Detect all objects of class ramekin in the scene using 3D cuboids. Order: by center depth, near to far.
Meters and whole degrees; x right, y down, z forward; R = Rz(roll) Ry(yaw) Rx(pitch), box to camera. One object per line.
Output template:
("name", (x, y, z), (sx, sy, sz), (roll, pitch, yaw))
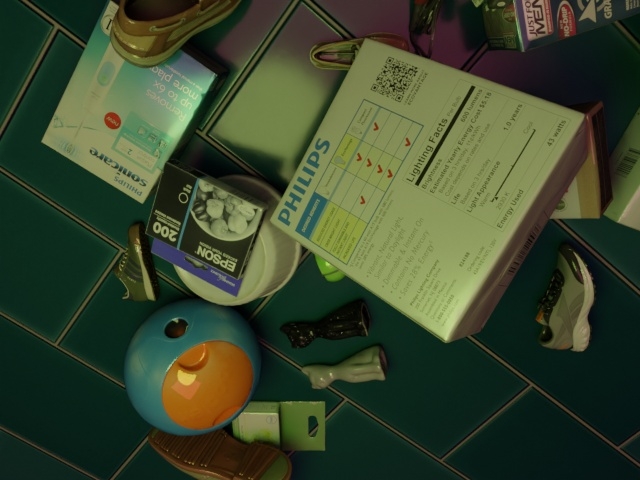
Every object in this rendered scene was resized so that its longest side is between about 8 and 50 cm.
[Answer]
("ramekin", (-0.182, 0.009, 0.971), (0.273, 0.127, 0.272), (5, 107, 16))

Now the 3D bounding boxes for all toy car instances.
("toy car", (0.000, 0.000, 1.041), (0.239, 0.053, 0.225), (-22, 109, 10))

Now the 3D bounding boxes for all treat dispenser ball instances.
("treat dispenser ball", (-0.272, 0.268, 1.028), (0.288, 0.288, 0.288), (0, 112, 1))

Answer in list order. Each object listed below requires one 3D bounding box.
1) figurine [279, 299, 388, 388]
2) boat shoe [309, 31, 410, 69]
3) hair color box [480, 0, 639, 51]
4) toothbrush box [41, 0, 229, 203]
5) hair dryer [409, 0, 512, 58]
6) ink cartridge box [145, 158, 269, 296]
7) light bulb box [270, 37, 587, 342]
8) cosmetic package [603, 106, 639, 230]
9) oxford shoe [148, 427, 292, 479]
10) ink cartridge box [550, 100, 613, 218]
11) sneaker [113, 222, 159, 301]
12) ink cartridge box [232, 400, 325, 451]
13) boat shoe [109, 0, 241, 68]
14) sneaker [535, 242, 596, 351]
("figurine", (0.033, 0.264, 1.136), (0.210, 0.092, 0.214), (-16, 111, 16))
("boat shoe", (0.075, -0.349, 0.891), (0.190, 0.072, 0.068), (-8, 111, 4))
("hair color box", (0.472, -0.425, 0.799), (0.347, 0.174, 0.105), (-17, 111, 7))
("toothbrush box", (-0.348, -0.257, 0.907), (0.216, 0.126, 0.295), (34, 110, -12))
("hair dryer", (0.187, -0.480, 0.793), (0.080, 0.224, 0.293), (-14, 92, -33))
("ink cartridge box", (-0.220, -0.015, 0.884), (0.206, 0.045, 0.208), (26, 113, 9))
("light bulb box", (0.175, -0.084, 0.797), (0.361, 0.225, 0.357), (34, 100, 28))
("cosmetic package", (0.706, -0.118, 0.938), (0.225, 0.138, 0.224), (18, 111, -7))
("oxford shoe", (-0.258, 0.563, 1.183), (0.397, 0.140, 0.146), (14, 122, 22))
("ink cartridge box", (0.401, -0.140, 0.894), (0.235, 0.088, 0.193), (1, 117, 45))
("sneaker", (-0.424, 0.056, 1.063), (0.086, 0.064, 0.192), (-5, 115, -2))
("ink cartridge box", (-0.106, 0.502, 1.243), (0.235, 0.056, 0.171), (1, 111, 3))
("boat shoe", (-0.209, -0.418, 0.776), (0.123, 0.116, 0.324), (37, 71, -10))
("sneaker", (0.541, 0.136, 1.063), (0.108, 0.100, 0.271), (-6, 112, 9))
